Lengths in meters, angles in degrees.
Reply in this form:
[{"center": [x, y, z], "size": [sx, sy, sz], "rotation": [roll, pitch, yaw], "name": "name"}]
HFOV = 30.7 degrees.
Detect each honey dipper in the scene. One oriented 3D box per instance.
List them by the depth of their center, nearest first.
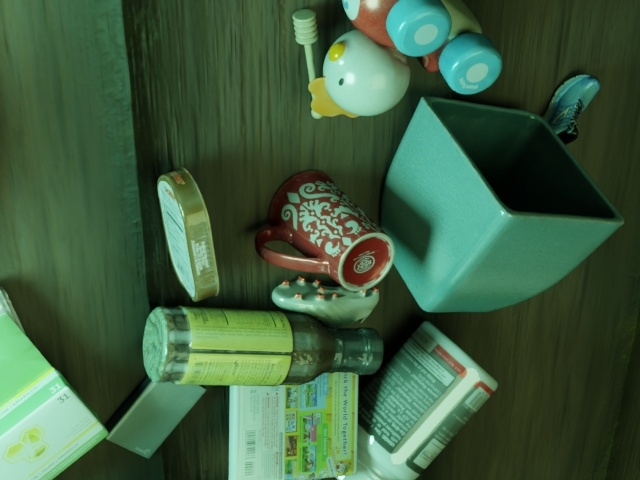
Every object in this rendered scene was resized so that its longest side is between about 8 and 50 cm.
[{"center": [-0.013, -0.227, 1.536], "size": [0.030, 0.030, 0.160], "rotation": [-26, 134, -21], "name": "honey dipper"}]

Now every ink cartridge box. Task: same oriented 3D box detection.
[{"center": [-0.394, 0.222, 1.465], "size": [0.171, 0.056, 0.235], "rotation": [-38, 137, -11], "name": "ink cartridge box"}]

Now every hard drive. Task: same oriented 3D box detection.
[{"center": [-0.239, 0.245, 1.681], "size": [0.135, 0.022, 0.094], "rotation": [-50, 135, 2], "name": "hard drive"}]

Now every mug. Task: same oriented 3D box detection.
[{"center": [0.006, 0.003, 1.600], "size": [0.150, 0.169, 0.113], "rotation": [-46, 135, -3], "name": "mug"}]

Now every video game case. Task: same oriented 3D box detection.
[{"center": [-0.038, 0.247, 1.747], "size": [0.206, 0.026, 0.226], "rotation": [0, 92, -27], "name": "video game case"}]

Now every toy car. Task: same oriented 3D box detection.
[{"center": [0.065, -0.243, 1.478], "size": [0.238, 0.219, 0.210], "rotation": [-43, 137, 20], "name": "toy car"}]

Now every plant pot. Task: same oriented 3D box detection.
[{"center": [0.231, -0.027, 1.705], "size": [0.248, 0.247, 0.252], "rotation": [2, 133, -37], "name": "plant pot"}]

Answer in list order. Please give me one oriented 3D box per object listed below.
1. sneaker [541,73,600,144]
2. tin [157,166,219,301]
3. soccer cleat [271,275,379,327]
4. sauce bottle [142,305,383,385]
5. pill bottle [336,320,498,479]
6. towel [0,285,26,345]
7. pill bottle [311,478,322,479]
[{"center": [0.388, -0.185, 1.823], "size": [0.063, 0.073, 0.162], "rotation": [32, 97, -44], "name": "sneaker"}, {"center": [-0.171, -0.005, 1.509], "size": [0.040, 0.106, 0.189], "rotation": [-22, 129, -23], "name": "tin"}, {"center": [0.007, 0.098, 1.738], "size": [0.196, 0.068, 0.076], "rotation": [1, 120, -40], "name": "soccer cleat"}, {"center": [-0.075, 0.154, 1.647], "size": [0.344, 0.111, 0.111], "rotation": [7, 114, -27], "name": "sauce bottle"}, {"center": [0.137, 0.284, 1.886], "size": [0.283, 0.161, 0.161], "rotation": [-48, 134, 0], "name": "pill bottle"}, {"center": [-0.502, 0.245, 1.470], "size": [0.332, 0.053, 0.317], "rotation": [-29, 131, -19], "name": "towel"}, {"center": [-0.040, 0.332, 1.826], "size": [0.094, 0.094, 0.169], "rotation": [-8, 111, -33], "name": "pill bottle"}]
